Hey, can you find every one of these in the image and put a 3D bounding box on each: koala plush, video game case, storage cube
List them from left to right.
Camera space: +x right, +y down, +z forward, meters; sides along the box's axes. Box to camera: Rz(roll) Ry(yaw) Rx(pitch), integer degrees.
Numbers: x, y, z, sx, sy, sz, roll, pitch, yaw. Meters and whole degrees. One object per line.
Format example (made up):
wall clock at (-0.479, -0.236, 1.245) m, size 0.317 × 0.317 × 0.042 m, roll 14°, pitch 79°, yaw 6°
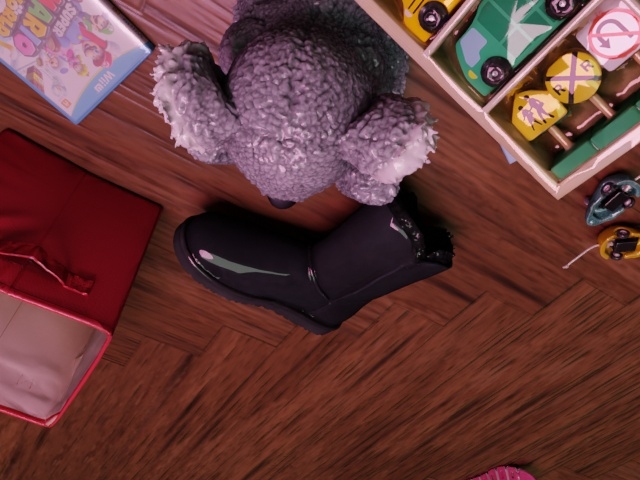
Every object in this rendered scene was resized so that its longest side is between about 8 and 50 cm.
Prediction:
storage cube at (-0.300, 0.039, 0.557) m, size 0.183 × 0.193 × 0.215 m, roll 28°, pitch 124°, yaw -20°
video game case at (-0.249, -0.196, 0.475) m, size 0.119 × 0.015 × 0.166 m, roll -32°, pitch 122°, yaw 25°
koala plush at (-0.015, -0.106, 0.392) m, size 0.196 × 0.221 × 0.204 m, roll 15°, pitch 117°, yaw -1°

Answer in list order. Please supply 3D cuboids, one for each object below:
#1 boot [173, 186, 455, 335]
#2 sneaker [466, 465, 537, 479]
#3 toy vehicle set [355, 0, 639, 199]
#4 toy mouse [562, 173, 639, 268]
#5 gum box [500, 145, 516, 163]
boot at (0.000, 0.000, 0.577) m, size 0.246 × 0.094 × 0.207 m, roll 32°, pitch 127°, yaw -31°
sneaker at (0.321, 0.459, 0.975) m, size 0.170 × 0.063 × 0.074 m, roll -34°, pitch 121°, yaw 32°
toy vehicle set at (0.150, -0.157, 0.226) m, size 0.166 × 0.035 × 0.267 m, roll 44°, pitch 134°, yaw 0°
toy mouse at (0.341, -0.043, 0.575) m, size 0.160 × 0.031 × 0.143 m, roll -9°, pitch 129°, yaw 9°
gum box at (0.218, -0.173, 0.463) m, size 0.184 × 0.041 × 0.157 m, roll -26°, pitch 124°, yaw 20°
